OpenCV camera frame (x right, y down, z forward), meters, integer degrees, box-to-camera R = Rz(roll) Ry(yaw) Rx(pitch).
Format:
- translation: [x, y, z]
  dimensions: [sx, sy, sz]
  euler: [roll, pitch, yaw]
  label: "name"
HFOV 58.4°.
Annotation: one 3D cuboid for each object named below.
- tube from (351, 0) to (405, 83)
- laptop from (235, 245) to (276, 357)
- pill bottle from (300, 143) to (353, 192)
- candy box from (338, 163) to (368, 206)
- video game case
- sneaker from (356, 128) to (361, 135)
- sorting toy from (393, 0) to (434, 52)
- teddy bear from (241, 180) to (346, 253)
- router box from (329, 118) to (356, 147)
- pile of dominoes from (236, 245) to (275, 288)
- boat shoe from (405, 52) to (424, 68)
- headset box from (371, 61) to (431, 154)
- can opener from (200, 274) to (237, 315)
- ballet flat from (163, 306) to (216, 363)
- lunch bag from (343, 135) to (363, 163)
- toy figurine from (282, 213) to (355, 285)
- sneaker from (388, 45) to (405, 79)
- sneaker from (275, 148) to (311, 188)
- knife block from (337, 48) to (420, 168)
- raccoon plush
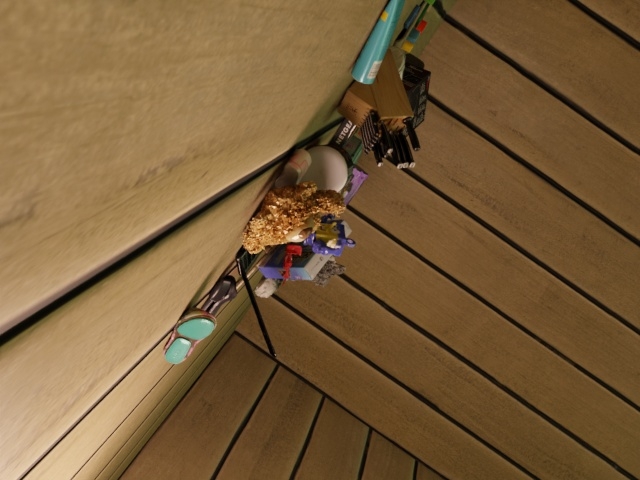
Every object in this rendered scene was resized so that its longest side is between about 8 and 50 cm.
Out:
- translation: [0.125, -0.417, 1.159]
  dimensions: [0.207, 0.052, 0.080]
  euler: [-62, 180, 40]
  label: "tube"
- translation: [-0.114, 0.096, 1.649]
  dimensions: [0.408, 0.236, 0.382]
  euler: [-55, 180, -12]
  label: "laptop"
- translation: [0.018, -0.186, 1.499]
  dimensions: [0.130, 0.130, 0.245]
  euler: [-55, 180, 12]
  label: "pill bottle"
- translation: [0.040, -0.188, 1.857]
  dimensions: [0.196, 0.070, 0.164]
  euler: [15, 114, -54]
  label: "candy box"
- translation: [-0.059, 0.030, 1.999]
  dimensions: [0.270, 0.061, 0.244]
  euler: [-3, -139, 49]
  label: "video game case"
- translation: [0.204, -0.493, 2.351]
  dimensions: [0.161, 0.075, 0.057]
  euler: [-55, 180, -4]
  label: "sneaker"
- translation: [0.290, -0.646, 1.762]
  dimensions: [0.196, 0.047, 0.347]
  euler: [-55, 180, -2]
  label: "sorting toy"
- translation: [-0.066, -0.038, 1.308]
  dimensions: [0.245, 0.113, 0.338]
  euler: [-13, 174, -22]
  label: "teddy bear"
- translation: [0.102, -0.376, 1.839]
  dimensions: [0.179, 0.046, 0.133]
  euler: [-55, 180, 34]
  label: "router box"
- translation: [-0.222, 0.061, 2.025]
  dimensions: [0.251, 0.040, 0.196]
  euler: [-47, -176, 5]
  label: "pile of dominoes"
- translation: [0.320, -0.626, 2.263]
  dimensions: [0.116, 0.123, 0.324]
  euler: [-51, 180, 43]
  label: "boat shoe"
- translation: [0.257, -0.455, 2.023]
  dimensions: [0.293, 0.110, 0.218]
  euler: [-45, 152, -29]
  label: "headset box"
- translation: [-0.281, 0.164, 1.500]
  dimensions: [0.186, 0.073, 0.059]
  euler: [-52, -140, 20]
  label: "can opener"
- translation: [-0.298, 0.203, 1.313]
  dimensions: [0.221, 0.077, 0.079]
  euler: [-49, -158, 39]
  label: "ballet flat"
- translation: [0.062, -0.264, 2.074]
  dimensions: [0.224, 0.108, 0.279]
  euler: [-55, 180, -16]
  label: "lunch bag"
- translation: [0.000, 0.000, 1.829]
  dimensions: [0.362, 0.217, 0.191]
  euler: [-92, -169, -64]
  label: "toy figurine"
- translation: [0.169, -0.431, 1.625]
  dimensions: [0.235, 0.094, 0.153]
  euler: [-66, 168, 17]
  label: "sneaker"
- translation: [-0.055, -0.151, 1.247]
  dimensions: [0.070, 0.051, 0.134]
  euler: [-57, -178, -26]
  label: "sneaker"
- translation: [0.180, -0.320, 1.438]
  dimensions: [0.275, 0.242, 0.088]
  euler: [-55, -179, -30]
  label: "knife block"
- translation: [-0.089, 0.160, 2.412]
  dimensions: [0.216, 0.299, 0.446]
  euler: [-26, -155, 49]
  label: "raccoon plush"
